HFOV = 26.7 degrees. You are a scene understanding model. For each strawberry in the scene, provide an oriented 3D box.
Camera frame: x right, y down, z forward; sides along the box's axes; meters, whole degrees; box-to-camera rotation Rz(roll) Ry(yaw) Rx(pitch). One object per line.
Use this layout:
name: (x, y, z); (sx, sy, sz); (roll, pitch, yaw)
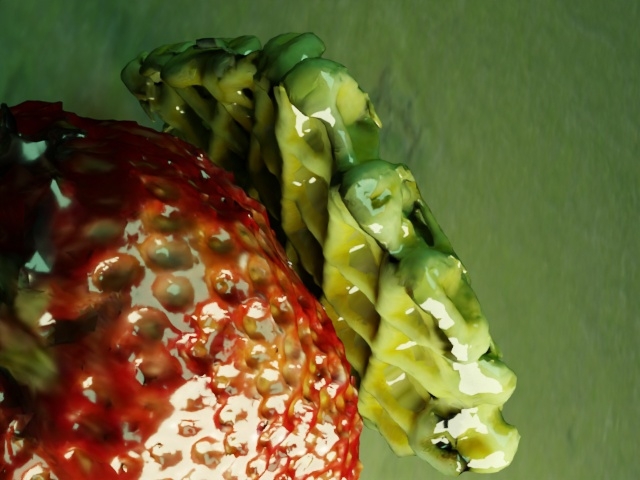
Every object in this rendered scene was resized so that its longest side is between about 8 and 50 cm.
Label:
strawberry: (-0.102, 0.072, 0.722); (0.288, 0.250, 0.238); (26, 18, -27)

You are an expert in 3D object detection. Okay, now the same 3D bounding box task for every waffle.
waffle: (0.000, 0.000, 0.811); (0.073, 0.317, 0.297); (-34, 113, -16)
